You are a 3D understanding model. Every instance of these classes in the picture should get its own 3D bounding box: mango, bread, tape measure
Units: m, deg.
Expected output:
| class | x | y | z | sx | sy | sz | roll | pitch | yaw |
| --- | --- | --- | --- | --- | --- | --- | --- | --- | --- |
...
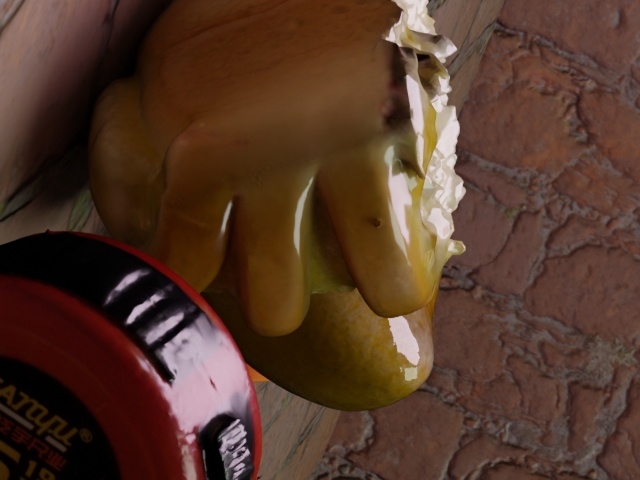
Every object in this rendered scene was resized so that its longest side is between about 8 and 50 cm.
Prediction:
| class | x | y | z | sx | sy | sz | roll | pitch | yaw |
| --- | --- | --- | --- | --- | --- | --- | --- | --- | --- |
| mango | 0.000 | 0.000 | 1.523 | 0.199 | 0.221 | 0.384 | -50 | -146 | 24 |
| bread | -0.024 | -0.056 | 1.304 | 0.315 | 0.270 | 0.211 | -92 | 161 | -57 |
| tape measure | -0.149 | 0.124 | 1.148 | 0.114 | 0.253 | 0.260 | -41 | 160 | -56 |

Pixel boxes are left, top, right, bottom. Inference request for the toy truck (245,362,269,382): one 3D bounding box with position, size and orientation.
| class | x | y | z | sx | sy | sz | roll | pitch | yaw |
| --- | --- | --- | --- | --- | --- | --- | --- | --- | --- |
| toy truck | -0.112 | 0.107 | 1.650 | 0.270 | 0.135 | 0.114 | -59 | 169 | -28 |
